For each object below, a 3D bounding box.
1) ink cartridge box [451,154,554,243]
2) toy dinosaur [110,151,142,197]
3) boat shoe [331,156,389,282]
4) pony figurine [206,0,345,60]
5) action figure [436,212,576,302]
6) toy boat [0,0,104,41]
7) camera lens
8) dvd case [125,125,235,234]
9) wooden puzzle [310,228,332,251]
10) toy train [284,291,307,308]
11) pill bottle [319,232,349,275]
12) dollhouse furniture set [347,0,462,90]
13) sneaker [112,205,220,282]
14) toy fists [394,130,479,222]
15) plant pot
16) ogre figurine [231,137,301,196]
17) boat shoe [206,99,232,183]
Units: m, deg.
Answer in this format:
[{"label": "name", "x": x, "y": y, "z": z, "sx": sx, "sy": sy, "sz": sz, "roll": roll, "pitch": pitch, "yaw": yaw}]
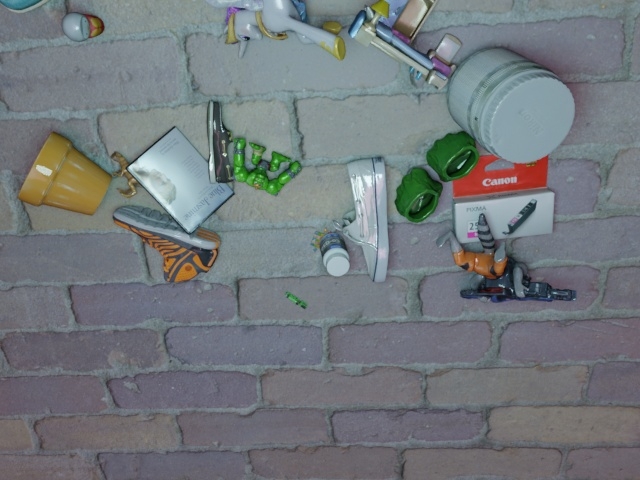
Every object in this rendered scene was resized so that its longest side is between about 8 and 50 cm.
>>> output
[{"label": "ink cartridge box", "x": 0.513, "y": -0.123, "z": 1.494, "sx": 0.275, "sy": 0.060, "sz": 0.239, "roll": -6, "pitch": 115, "yaw": 6}, {"label": "toy dinosaur", "x": -0.520, "y": -0.170, "z": 1.508, "sx": 0.211, "sy": 0.064, "sz": 0.112, "roll": 37, "pitch": 88, "yaw": -9}, {"label": "boat shoe", "x": 0.111, "y": -0.049, "z": 1.505, "sx": 0.156, "sy": 0.136, "sz": 0.367, "roll": -3, "pitch": 111, "yaw": 4}, {"label": "pony figurine", "x": -0.119, "y": -0.575, "z": 1.193, "sx": 0.363, "sy": 0.303, "sz": 0.351, "roll": 13, "pitch": 138, "yaw": 29}, {"label": "action figure", "x": 0.531, "y": 0.074, "z": 1.483, "sx": 0.341, "sy": 0.179, "sz": 0.330, "roll": -1, "pitch": 154, "yaw": 41}, {"label": "toy boat", "x": -0.662, "y": -0.624, "z": 1.275, "sx": 0.267, "sy": 0.148, "sz": 0.318, "roll": -36, "pitch": 108, "yaw": 17}, {"label": "camera lens", "x": 0.445, "y": -0.330, "z": 1.271, "sx": 0.219, "sy": 0.274, "sz": 0.219, "roll": -5, "pitch": 122, "yaw": -7}, {"label": "dvd case", "x": -0.391, "y": -0.167, "z": 1.492, "sx": 0.180, "sy": 0.022, "sz": 0.253, "roll": -44, "pitch": 108, "yaw": -12}, {"label": "wooden puzzle", "x": 0.000, "y": 0.000, "z": 1.602, "sx": 0.049, "sy": 0.006, "sz": 0.083, "roll": 19, "pitch": 114, "yaw": -6}, {"label": "toy train", "x": -0.078, "y": 0.192, "z": 1.683, "sx": 0.083, "sy": 0.024, "sz": 0.017, "roll": 33, "pitch": 112, "yaw": -12}, {"label": "pill bottle", "x": 0.042, "y": 0.042, "z": 1.541, "sx": 0.078, "sy": 0.137, "sz": 0.078, "roll": -3, "pitch": 118, "yaw": -6}, {"label": "dollhouse furniture set", "x": 0.234, "y": -0.488, "z": 1.208, "sx": 0.286, "sy": 0.303, "sz": 0.198, "roll": 29, "pitch": 113, "yaw": -10}, {"label": "sneaker", "x": -0.472, "y": 0.025, "z": 1.572, "sx": 0.321, "sy": 0.125, "sz": 0.180, "roll": 21, "pitch": 113, "yaw": -7}, {"label": "toy fists", "x": 0.311, "y": -0.175, "z": 1.437, "sx": 0.096, "sy": 0.142, "sz": 0.279, "roll": 29, "pitch": 114, "yaw": -27}, {"label": "plant pot", "x": -0.697, "y": -0.166, "z": 1.470, "sx": 0.188, "sy": 0.205, "sz": 0.205, "roll": 27, "pitch": 114, "yaw": -26}, {"label": "ogre figurine", "x": -0.161, "y": -0.198, "z": 1.477, "sx": 0.197, "sy": 0.097, "sz": 0.118, "roll": 16, "pitch": 102, "yaw": -35}, {"label": "boat shoe", "x": -0.276, "y": -0.270, "z": 1.458, "sx": 0.068, "sy": 0.081, "sz": 0.228, "roll": -3, "pitch": 112, "yaw": -15}]
